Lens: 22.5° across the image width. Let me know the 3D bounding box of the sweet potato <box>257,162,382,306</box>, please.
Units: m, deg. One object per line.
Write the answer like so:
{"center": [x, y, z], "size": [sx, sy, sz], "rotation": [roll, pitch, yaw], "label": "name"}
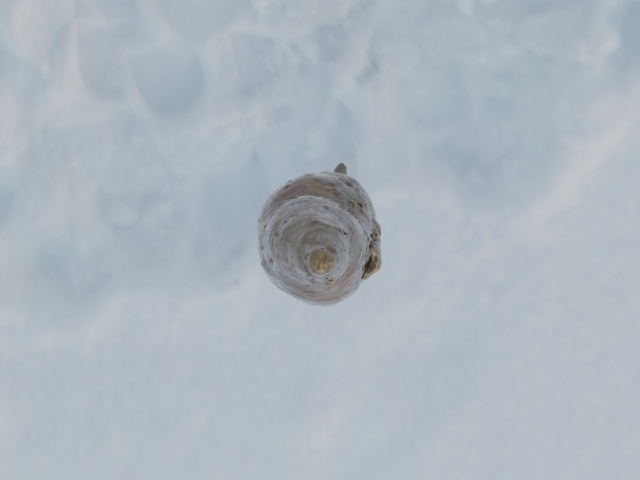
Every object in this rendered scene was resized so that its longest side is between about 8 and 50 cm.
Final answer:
{"center": [-0.002, 0.006, 0.801], "size": [0.068, 0.226, 0.068], "rotation": [1, 101, 3], "label": "sweet potato"}
